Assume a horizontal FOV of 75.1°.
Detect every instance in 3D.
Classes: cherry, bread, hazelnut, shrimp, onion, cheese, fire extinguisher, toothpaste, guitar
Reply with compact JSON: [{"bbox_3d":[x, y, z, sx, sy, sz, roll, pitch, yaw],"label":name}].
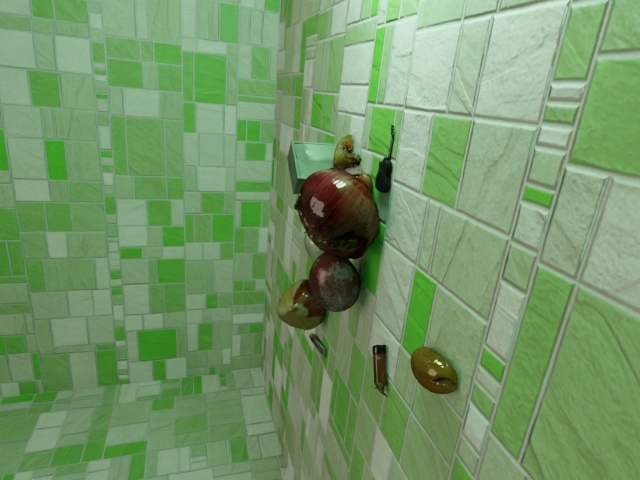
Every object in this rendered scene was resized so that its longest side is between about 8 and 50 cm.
[{"bbox_3d":[0.056,0.170,1.691,0.236,0.213,0.285,41,160,28],"label":"cherry"},{"bbox_3d":[0.305,0.364,1.164,0.189,0.077,0.114,-169,83,-75],"label":"bread"},{"bbox_3d":[-0.101,0.335,2.136,0.241,0.261,0.261,-39,-46,-72],"label":"hazelnut"},{"bbox_3d":[0.120,-0.371,1.746,0.287,0.063,0.152,-149,75,-68],"label":"shrimp"},{"bbox_3d":[0.060,-0.096,1.536,0.353,0.353,0.354,179,90,-72],"label":"onion"},{"bbox_3d":[0.000,0.000,1.970,0.198,0.154,0.189,106,151,-50],"label":"cheese"},{"bbox_3d":[0.216,0.466,1.489,0.062,0.050,0.177,-5,86,34],"label":"fire extinguisher"},{"bbox_3d":[-0.012,0.561,2.230,0.205,0.036,0.056,-143,56,-63],"label":"toothpaste"},{"bbox_3d":[0.230,-0.281,1.442,0.088,0.025,0.233,-124,37,-62],"label":"guitar"}]

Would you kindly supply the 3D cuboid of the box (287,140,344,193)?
[{"bbox_3d":[-0.021,-0.326,1.902,0.117,0.225,0.225,115,150,-53],"label":"box"}]
